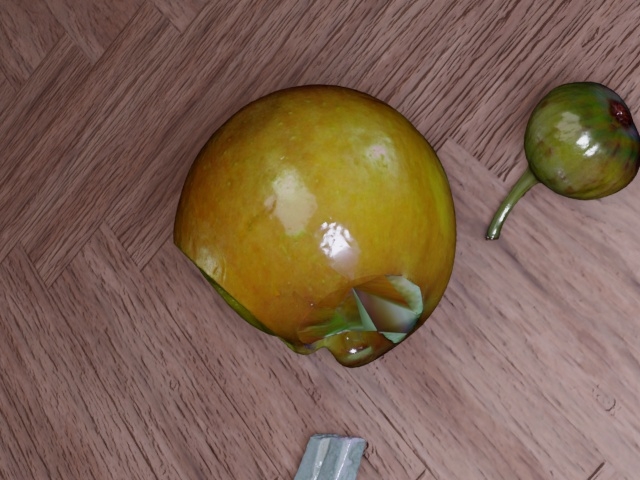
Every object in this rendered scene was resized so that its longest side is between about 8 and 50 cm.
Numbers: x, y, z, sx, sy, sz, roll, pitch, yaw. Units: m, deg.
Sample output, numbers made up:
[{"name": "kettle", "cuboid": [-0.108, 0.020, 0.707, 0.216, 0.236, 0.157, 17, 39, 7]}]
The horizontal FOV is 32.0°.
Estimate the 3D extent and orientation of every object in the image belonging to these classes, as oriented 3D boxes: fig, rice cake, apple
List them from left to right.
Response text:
[{"name": "rice cake", "cuboid": [-0.011, 0.356, 1.450, 0.085, 0.040, 0.226, 9, 75, 42]}, {"name": "apple", "cuboid": [0.000, 0.000, 1.449, 0.384, 0.374, 0.374, -61, 37, 40]}, {"name": "fig", "cuboid": [0.289, -0.087, 1.401, 0.245, 0.149, 0.149, -45, 44, 39]}]
